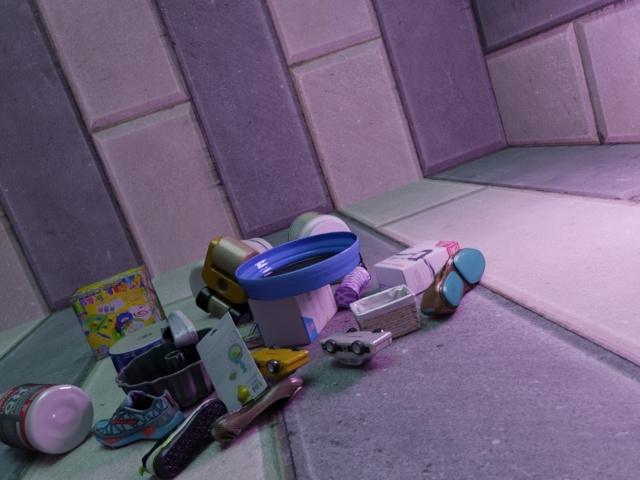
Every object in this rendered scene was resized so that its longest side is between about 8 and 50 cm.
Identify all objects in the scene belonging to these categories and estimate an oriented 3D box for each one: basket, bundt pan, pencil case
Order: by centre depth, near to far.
[{"bbox_3d":[0.176,0.202,1.475,0.167,0.103,0.113,-20,11,-3],"label":"basket"},{"bbox_3d":[-0.393,0.372,1.545,0.331,0.124,0.331,-17,12,4],"label":"bundt pan"},{"bbox_3d":[0.112,0.157,1.862,0.088,0.086,0.206,9,21,15],"label":"pencil case"}]

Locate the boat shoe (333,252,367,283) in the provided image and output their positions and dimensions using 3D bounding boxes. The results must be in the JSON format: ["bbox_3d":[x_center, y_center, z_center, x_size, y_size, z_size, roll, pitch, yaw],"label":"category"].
[{"bbox_3d":[-0.001,0.093,2.135,0.340,0.158,0.127,-16,11,13],"label":"boat shoe"}]

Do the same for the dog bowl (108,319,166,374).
[{"bbox_3d":[-0.586,0.373,1.904,0.265,0.104,0.265,-18,12,4],"label":"dog bowl"}]

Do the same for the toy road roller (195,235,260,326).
[{"bbox_3d":[-0.280,0.144,1.966,0.202,0.329,0.240,28,25,26],"label":"toy road roller"}]

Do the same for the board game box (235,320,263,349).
[{"bbox_3d":[-0.247,0.313,1.787,0.193,0.045,0.147,-18,12,8],"label":"board game box"}]

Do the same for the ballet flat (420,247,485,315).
[{"bbox_3d":[0.371,0.122,1.584,0.124,0.116,0.342,-35,3,38],"label":"ballet flat"}]

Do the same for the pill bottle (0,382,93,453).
[{"bbox_3d":[-0.788,0.486,1.521,0.318,0.176,0.176,-11,14,37],"label":"pill bottle"}]

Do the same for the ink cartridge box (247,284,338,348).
[{"bbox_3d":[-0.080,0.202,1.717,0.168,0.171,0.233,-13,12,27],"label":"ink cartridge box"}]

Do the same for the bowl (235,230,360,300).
[{"bbox_3d":[-0.062,0.073,1.670,0.391,0.077,0.391,-16,13,4],"label":"bowl"}]

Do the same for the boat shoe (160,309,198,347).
[{"bbox_3d":[-0.428,0.262,1.612,0.081,0.079,0.227,-20,13,-27],"label":"boat shoe"}]

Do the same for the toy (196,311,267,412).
[{"bbox_3d":[-0.212,0.311,1.363,0.137,0.056,0.237,-46,50,14],"label":"toy"}]

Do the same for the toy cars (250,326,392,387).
[{"bbox_3d":[-0.009,0.298,1.379,0.394,0.087,0.176,-14,5,6],"label":"toy cars"}]

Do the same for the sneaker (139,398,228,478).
[{"bbox_3d":[-0.307,0.431,1.225,0.097,0.084,0.235,-12,13,36],"label":"sneaker"}]

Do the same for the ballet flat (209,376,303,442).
[{"bbox_3d":[-0.134,0.386,1.250,0.250,0.058,0.084,-21,-28,-36],"label":"ballet flat"}]

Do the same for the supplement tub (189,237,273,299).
[{"bbox_3d":[-0.349,0.139,2.280,0.241,0.241,0.331,-10,14,39],"label":"supplement tub"}]

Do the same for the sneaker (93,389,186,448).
[{"bbox_3d":[-0.461,0.430,1.377,0.262,0.125,0.104,-15,11,17],"label":"sneaker"}]

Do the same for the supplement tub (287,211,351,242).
[{"bbox_3d":[0.000,0.000,2.387,0.235,0.235,0.325,-22,12,-13],"label":"supplement tub"}]

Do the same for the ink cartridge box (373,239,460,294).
[{"bbox_3d":[0.318,0.087,1.790,0.237,0.100,0.172,-24,12,-24],"label":"ink cartridge box"}]

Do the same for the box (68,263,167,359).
[{"bbox_3d":[-0.812,0.287,2.243,0.290,0.279,0.177,-20,12,-10],"label":"box"}]
